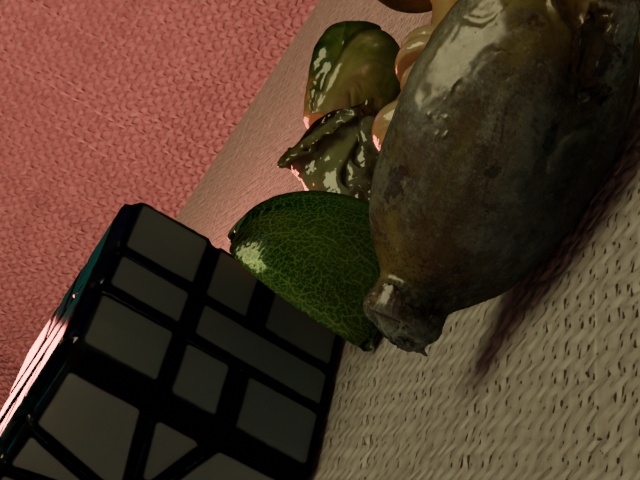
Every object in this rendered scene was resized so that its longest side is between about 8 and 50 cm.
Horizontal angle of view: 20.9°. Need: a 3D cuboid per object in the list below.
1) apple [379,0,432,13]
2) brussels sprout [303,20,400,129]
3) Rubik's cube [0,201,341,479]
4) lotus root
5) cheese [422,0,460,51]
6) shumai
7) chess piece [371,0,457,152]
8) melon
[{"bbox_3d":[0.125,-0.396,2.355,0.155,0.182,0.182,-46,7,-10],"label":"apple"},{"bbox_3d":[0.044,-0.222,2.367,0.145,0.131,0.183,-60,4,34],"label":"brussels sprout"},{"bbox_3d":[-0.173,0.183,1.844,0.288,0.293,0.283,-55,13,33],"label":"Rubik's cube"},{"bbox_3d":[0.134,-0.073,1.364,0.349,0.175,0.175,-61,9,17],"label":"lotus root"},{"bbox_3d":[0.162,-0.132,1.566,0.316,0.128,0.259,-63,16,17],"label":"cheese"},{"bbox_3d":[0.027,-0.080,2.017,0.184,0.142,0.184,-58,7,11],"label":"shumai"},{"bbox_3d":[0.134,-0.186,1.899,0.117,0.117,0.397,-47,19,52],"label":"chess piece"},{"bbox_3d":[0.000,0.000,1.839,0.129,0.169,0.265,-57,12,7],"label":"melon"}]
